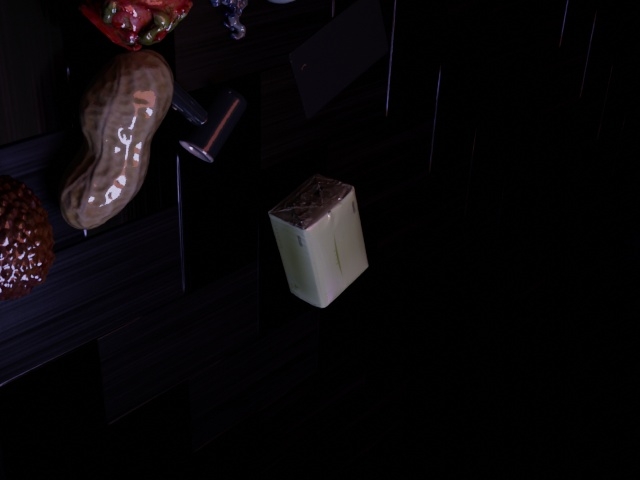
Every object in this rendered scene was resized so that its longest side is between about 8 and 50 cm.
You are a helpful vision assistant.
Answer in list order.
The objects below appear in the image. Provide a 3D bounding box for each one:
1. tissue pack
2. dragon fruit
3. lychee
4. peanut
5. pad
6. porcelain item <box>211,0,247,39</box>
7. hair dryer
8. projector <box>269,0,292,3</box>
[{"bbox_3d":[0.000,0.000,1.836,0.159,0.125,0.234,-42,138,-30],"label":"tissue pack"},{"bbox_3d":[-0.256,-0.365,1.249,0.172,0.160,0.166,-44,171,5],"label":"dragon fruit"},{"bbox_3d":[-0.461,-0.004,1.199,0.188,0.188,0.188,-30,132,-39],"label":"lychee"},{"bbox_3d":[-0.318,-0.153,1.334,0.136,0.120,0.298,12,105,-41],"label":"peanut"},{"bbox_3d":[0.041,-0.380,1.764,0.265,0.009,0.160,-43,140,-25],"label":"pad"},{"bbox_3d":[-0.156,-0.408,1.479,0.075,0.021,0.136,-15,122,-42],"label":"porcelain item"},{"bbox_3d":[-0.226,-0.250,1.454,0.128,0.070,0.255,-57,140,-12],"label":"hair dryer"},{"bbox_3d":[-0.100,-0.519,1.351,0.108,0.108,0.337,-55,151,-14],"label":"projector"}]
